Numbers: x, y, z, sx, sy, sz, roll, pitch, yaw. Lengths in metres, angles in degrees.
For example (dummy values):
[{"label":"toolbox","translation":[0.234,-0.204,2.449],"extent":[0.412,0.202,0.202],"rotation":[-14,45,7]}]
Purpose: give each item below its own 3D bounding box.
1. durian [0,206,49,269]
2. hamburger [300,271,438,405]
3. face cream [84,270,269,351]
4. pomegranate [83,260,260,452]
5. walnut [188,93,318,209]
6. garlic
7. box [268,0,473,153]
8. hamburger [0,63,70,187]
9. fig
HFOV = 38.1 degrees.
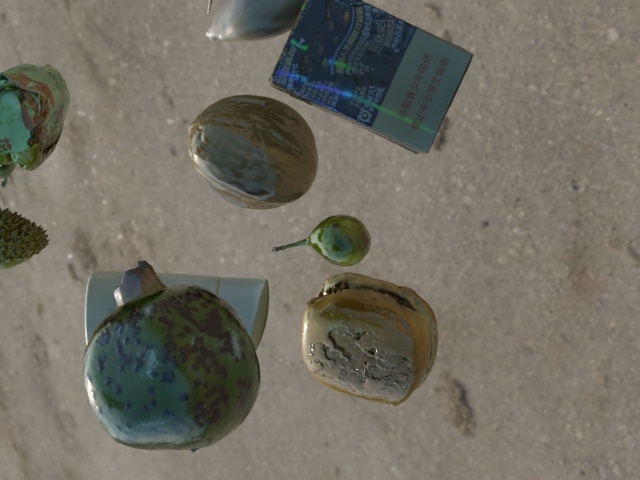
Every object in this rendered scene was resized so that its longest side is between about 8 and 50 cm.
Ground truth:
[{"label":"durian","translation":[-0.553,-0.015,1.643],"extent":[0.208,0.146,0.102],"rotation":[-81,-6,-73]},{"label":"hamburger","translation":[0.111,0.231,2.099],"extent":[0.304,0.174,0.284],"rotation":[12,125,17]},{"label":"face cream","translation":[-0.270,0.149,1.762],"extent":[0.348,0.081,0.174],"rotation":[3,95,9]},{"label":"pomegranate","translation":[-0.208,0.160,1.279],"extent":[0.254,0.254,0.271],"rotation":[-28,84,56]},{"label":"walnut","translation":[-0.131,-0.169,1.787],"extent":[0.261,0.225,0.225],"rotation":[20,141,-6]},{"label":"garlic","translation":[-0.111,-0.512,1.725],"extent":[0.231,0.340,0.246],"rotation":[52,-171,-33]},{"label":"box","translation":[0.087,-0.300,1.632],"extent":[0.310,0.198,0.084],"rotation":[24,-176,-8]},{"label":"hamburger","translation":[-0.521,-0.194,1.629],"extent":[0.125,0.214,0.235],"rotation":[15,101,4]},{"label":"fig","translation":[0.002,-0.009,1.561],"extent":[0.166,0.093,0.093],"rotation":[13,128,13]}]
